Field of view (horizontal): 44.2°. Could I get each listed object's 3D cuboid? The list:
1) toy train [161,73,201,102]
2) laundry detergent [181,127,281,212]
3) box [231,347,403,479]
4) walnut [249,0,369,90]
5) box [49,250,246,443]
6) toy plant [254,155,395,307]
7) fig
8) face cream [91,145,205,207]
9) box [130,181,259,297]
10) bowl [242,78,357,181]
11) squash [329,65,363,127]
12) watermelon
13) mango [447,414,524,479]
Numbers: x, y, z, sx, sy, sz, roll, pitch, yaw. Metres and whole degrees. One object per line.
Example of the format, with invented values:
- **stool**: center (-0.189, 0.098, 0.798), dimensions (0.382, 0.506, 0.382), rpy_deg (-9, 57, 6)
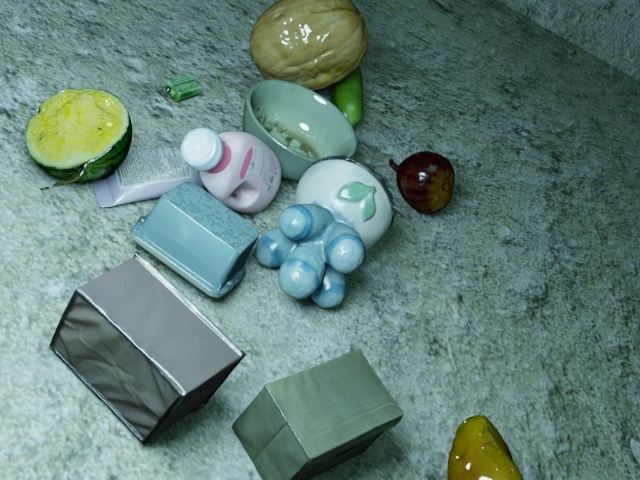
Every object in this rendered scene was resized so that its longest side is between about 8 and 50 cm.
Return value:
- **toy train**: center (-0.336, -0.368, 1.913), dimensions (0.056, 0.038, 0.093), rpy_deg (50, 40, 7)
- **laundry detergent**: center (-0.178, -0.148, 1.607), dimensions (0.088, 0.159, 0.335), rpy_deg (18, -2, 19)
- **box**: center (-0.002, 0.315, 1.372), dimensions (0.231, 0.149, 0.155), rpy_deg (-15, 60, -43)
- **walnut**: center (-0.033, -0.529, 2.089), dimensions (0.277, 0.313, 0.252), rpy_deg (-68, 135, -67)
- **box**: center (-0.288, 0.177, 1.281), dimensions (0.252, 0.188, 0.153), rpy_deg (45, 40, 8)
- **toy plant**: center (0.000, 0.000, 1.657), dimensions (0.247, 0.247, 0.332), rpy_deg (35, 46, 0)
- **fig**: center (0.258, -0.167, 2.045), dimensions (0.202, 0.149, 0.148), rpy_deg (37, 44, 8)
- **face cream**: center (-0.342, -0.142, 1.651), dimensions (0.274, 0.096, 0.154), rpy_deg (-8, 57, -25)
- **box**: center (-0.239, -0.004, 1.540), dimensions (0.227, 0.130, 0.162), rpy_deg (35, 24, 2)
- **bowl**: center (-0.069, -0.238, 1.885), dimensions (0.289, 0.146, 0.289), rpy_deg (19, 40, -17)
- **squash**: center (0.069, -0.441, 2.225), dimensions (0.101, 0.101, 0.378), rpy_deg (18, 40, -20)
- **watermelon**: center (-0.466, -0.191, 1.559), dimensions (0.204, 0.127, 0.232), rpy_deg (-22, 58, -10)
- **mango**: center (0.309, 0.442, 1.460), dimensions (0.151, 0.156, 0.248), rpy_deg (17, 45, -19)
